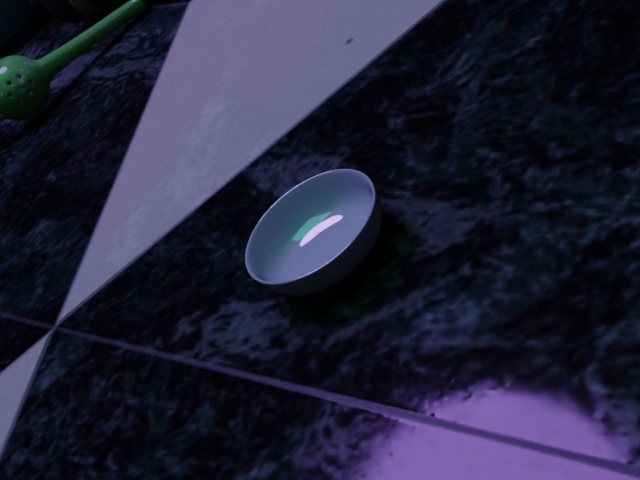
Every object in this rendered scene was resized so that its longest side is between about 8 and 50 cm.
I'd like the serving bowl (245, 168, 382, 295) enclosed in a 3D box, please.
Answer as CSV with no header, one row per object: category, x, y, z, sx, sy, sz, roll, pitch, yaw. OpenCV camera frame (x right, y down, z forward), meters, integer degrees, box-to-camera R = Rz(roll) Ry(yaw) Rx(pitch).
serving bowl,0.000,0.000,0.642,0.083,0.027,0.083,-25,36,19

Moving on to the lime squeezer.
lime squeezer,-0.297,-0.132,1.059,0.310,0.059,0.110,-28,35,17

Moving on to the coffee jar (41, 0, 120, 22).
coffee jar,-0.177,-0.270,1.080,0.184,0.079,0.096,-20,26,27

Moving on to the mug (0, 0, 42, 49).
mug,-0.341,-0.250,1.202,0.129,0.097,0.157,-44,34,-9
